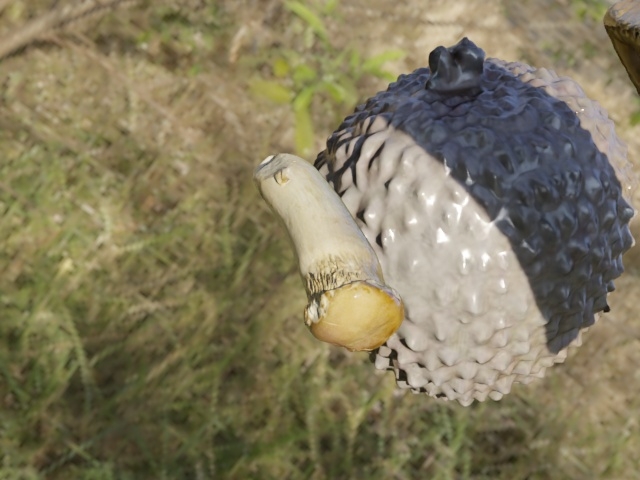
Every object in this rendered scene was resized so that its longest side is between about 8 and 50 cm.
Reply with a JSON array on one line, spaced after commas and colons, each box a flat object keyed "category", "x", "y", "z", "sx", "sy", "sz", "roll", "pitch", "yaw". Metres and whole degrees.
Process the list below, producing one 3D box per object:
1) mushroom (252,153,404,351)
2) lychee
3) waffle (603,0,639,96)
[{"category": "mushroom", "x": 0.000, "y": 0.000, "z": 1.034, "sx": 0.084, "sy": 0.071, "sz": 0.209, "roll": 28, "pitch": 25, "yaw": -42}, {"category": "lychee", "x": 0.166, "y": -0.022, "z": 1.522, "sx": 0.380, "sy": 0.432, "sz": 0.380, "roll": -4, "pitch": 24, "yaw": 2}, {"category": "waffle", "x": 0.379, "y": -0.031, "z": 0.993, "sx": 0.376, "sy": 0.114, "sz": 0.261, "roll": 56, "pitch": -1, "yaw": -18}]
